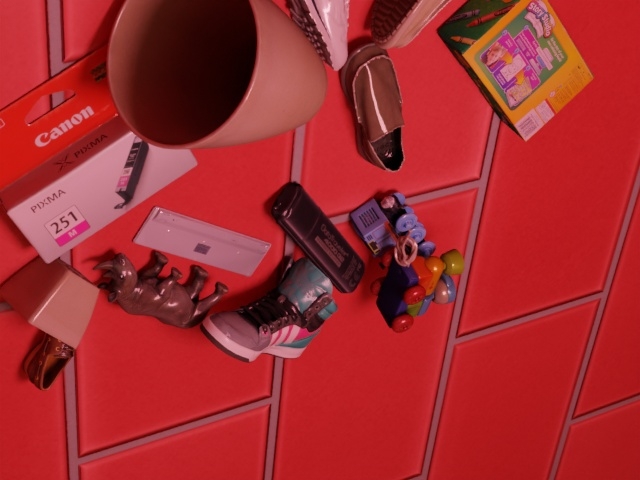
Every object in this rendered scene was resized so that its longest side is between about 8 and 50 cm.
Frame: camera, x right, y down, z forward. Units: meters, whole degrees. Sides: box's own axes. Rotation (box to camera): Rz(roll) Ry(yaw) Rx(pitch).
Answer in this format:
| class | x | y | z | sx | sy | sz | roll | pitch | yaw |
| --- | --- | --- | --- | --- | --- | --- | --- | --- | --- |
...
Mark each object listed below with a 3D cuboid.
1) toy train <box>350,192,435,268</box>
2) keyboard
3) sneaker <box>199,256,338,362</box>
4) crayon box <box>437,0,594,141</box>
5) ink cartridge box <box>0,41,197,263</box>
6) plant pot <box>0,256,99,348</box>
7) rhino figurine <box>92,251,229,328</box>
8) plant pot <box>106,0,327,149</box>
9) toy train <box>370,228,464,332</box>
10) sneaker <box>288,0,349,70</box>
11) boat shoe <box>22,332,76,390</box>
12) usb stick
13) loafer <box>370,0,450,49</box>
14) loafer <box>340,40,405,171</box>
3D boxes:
| class | x | y | z | sx | sy | sz | roll | pitch | yaw |
| --- | --- | --- | --- | --- | --- | --- | --- | --- | --- |
| toy train | 0.130 | -0.010 | 2.284 | 0.105 | 0.080 | 0.184 | -32 | 140 | 5 |
| keyboard | -0.190 | 0.005 | 2.116 | 0.256 | 0.014 | 0.072 | 19 | 118 | -43 |
| sneaker | -0.068 | 0.112 | 2.183 | 0.178 | 0.124 | 0.295 | -53 | 157 | 15 |
| crayon box | 0.331 | -0.309 | 2.163 | 0.165 | 0.081 | 0.278 | -43 | 138 | 3 |
| ink cartridge box | -0.343 | -0.125 | 1.860 | 0.275 | 0.060 | 0.239 | -34 | 139 | -6 |
| plant pot | -0.404 | 0.083 | 1.967 | 0.096 | 0.109 | 0.109 | -54 | 138 | -2 |
| rhino figurine | -0.267 | 0.079 | 2.077 | 0.243 | 0.073 | 0.106 | 22 | 108 | -44 |
| plant pot | -0.113 | -0.240 | 1.815 | 0.256 | 0.256 | 0.274 | -55 | 152 | 17 |
| toy train | 0.188 | 0.047 | 2.239 | 0.143 | 0.105 | 0.248 | -15 | 147 | -24 |
| sneaker | 0.008 | -0.351 | 1.902 | 0.095 | 0.090 | 0.235 | -39 | 140 | -15 |
| boat shoe | -0.409 | 0.163 | 2.056 | 0.064 | 0.060 | 0.178 | 17 | 114 | -43 |
| usb stick | 0.000 | 0.000 | 2.213 | 0.077 | 0.045 | 0.278 | -62 | 141 | -18 |
| loafer | 0.179 | -0.396 | 1.966 | 0.092 | 0.102 | 0.268 | 25 | 108 | -39 |
| loafer | 0.100 | -0.210 | 2.079 | 0.094 | 0.087 | 0.251 | -29 | 137 | -12 |
